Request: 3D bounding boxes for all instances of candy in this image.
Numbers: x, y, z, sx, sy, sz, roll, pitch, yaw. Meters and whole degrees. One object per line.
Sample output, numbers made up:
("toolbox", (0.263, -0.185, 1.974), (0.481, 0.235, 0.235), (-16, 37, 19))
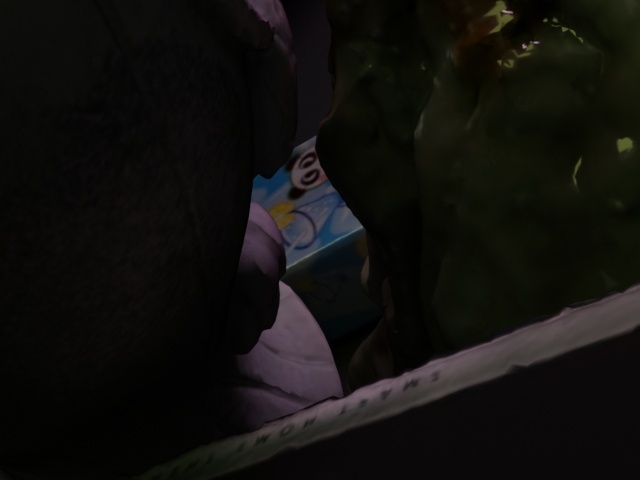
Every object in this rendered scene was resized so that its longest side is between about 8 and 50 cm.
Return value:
("candy", (0.000, 0.000, 0.938), (0.194, 0.062, 0.097), (-29, 39, 14))

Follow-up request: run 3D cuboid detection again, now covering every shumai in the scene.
("shumai", (0.107, -0.005, 0.689), (0.309, 0.263, 0.304), (-18, 40, 25))

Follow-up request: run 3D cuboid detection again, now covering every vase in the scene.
("vase", (-0.117, -0.008, 0.659), (0.250, 0.445, 0.250), (-6, 60, 10))

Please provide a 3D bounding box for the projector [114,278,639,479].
("projector", (0.078, 0.242, 0.448), (0.395, 0.242, 0.405), (-23, 40, 29))
